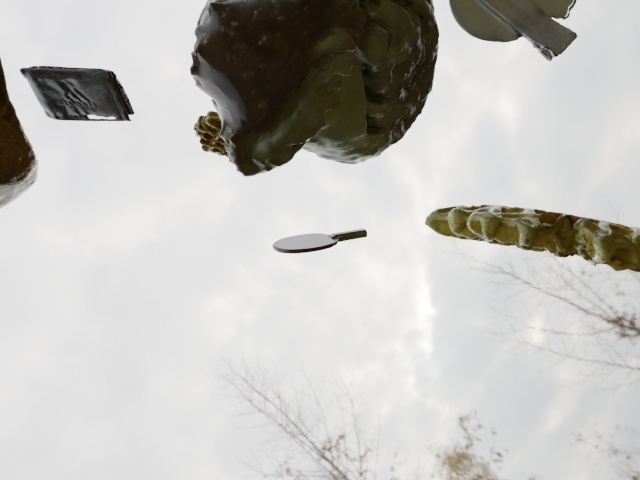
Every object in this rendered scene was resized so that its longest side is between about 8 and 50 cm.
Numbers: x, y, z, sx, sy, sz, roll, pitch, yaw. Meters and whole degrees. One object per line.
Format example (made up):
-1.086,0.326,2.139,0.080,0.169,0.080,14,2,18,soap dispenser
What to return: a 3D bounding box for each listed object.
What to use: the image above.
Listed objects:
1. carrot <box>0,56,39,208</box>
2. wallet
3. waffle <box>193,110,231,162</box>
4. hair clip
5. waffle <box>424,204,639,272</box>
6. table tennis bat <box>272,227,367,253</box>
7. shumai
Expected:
-0.390,-0.084,0.473,0.341,0.242,0.241,-37,-53,-37,carrot
-0.417,-0.255,1.072,0.111,0.166,0.030,84,-169,-54,wallet
-0.141,-0.195,1.166,0.191,0.191,0.038,28,-121,-45,waffle
0.267,-0.344,0.885,0.140,0.220,0.054,-48,-6,11,hair clip
0.270,-0.008,0.740,0.262,0.250,0.056,4,-83,-30,waffle
0.000,0.000,1.004,0.158,0.095,0.014,-10,-76,-19,table tennis bat
-0.005,-0.104,0.424,0.184,0.184,0.141,54,-137,-40,shumai
